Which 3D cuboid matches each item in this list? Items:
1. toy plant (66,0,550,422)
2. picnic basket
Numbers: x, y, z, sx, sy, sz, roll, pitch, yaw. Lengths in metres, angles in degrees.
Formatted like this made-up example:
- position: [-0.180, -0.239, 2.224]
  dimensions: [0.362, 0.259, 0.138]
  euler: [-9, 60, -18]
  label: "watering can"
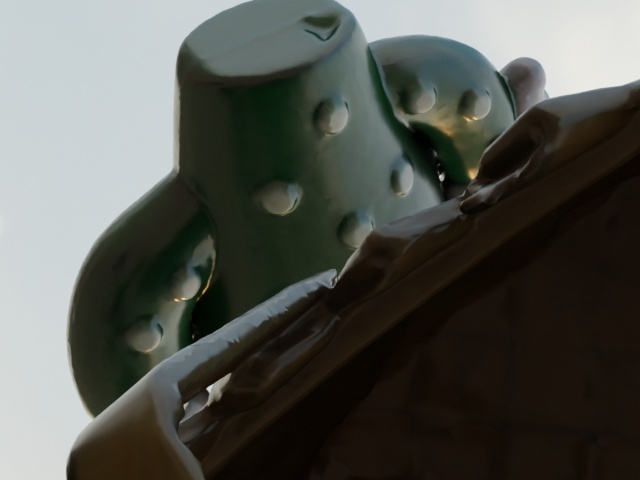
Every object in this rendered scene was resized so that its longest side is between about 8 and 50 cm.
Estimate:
- position: [-0.004, 0.003, 0.912]
  dimensions: [0.112, 0.232, 0.243]
  euler: [47, -52, 47]
  label: "toy plant"
- position: [0.075, 0.107, 0.543]
  dimensions: [0.291, 0.321, 0.254]
  euler: [-41, -94, 18]
  label: "picnic basket"
